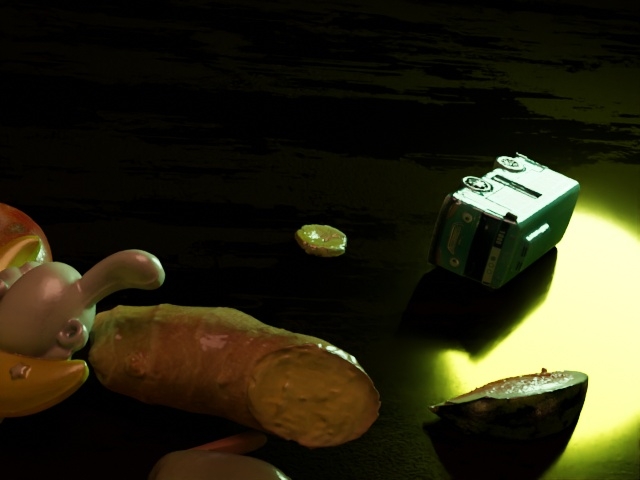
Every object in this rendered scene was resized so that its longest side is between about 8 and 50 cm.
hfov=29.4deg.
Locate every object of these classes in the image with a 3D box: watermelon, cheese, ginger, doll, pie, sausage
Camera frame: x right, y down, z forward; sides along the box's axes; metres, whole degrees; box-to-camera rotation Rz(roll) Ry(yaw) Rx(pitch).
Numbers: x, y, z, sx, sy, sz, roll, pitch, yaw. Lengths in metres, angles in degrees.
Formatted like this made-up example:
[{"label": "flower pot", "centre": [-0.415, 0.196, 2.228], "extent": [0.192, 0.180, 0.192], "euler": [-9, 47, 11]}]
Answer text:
[{"label": "watermelon", "centre": [0.252, 0.191, 1.505], "extent": [0.245, 0.063, 0.119], "euler": [-11, 22, -33]}, {"label": "cheese", "centre": [-0.099, 0.286, 1.169], "extent": [0.175, 0.091, 0.202], "euler": [10, 28, 3]}, {"label": "ginger", "centre": [-0.099, 0.145, 1.374], "extent": [0.354, 0.126, 0.190], "euler": [15, 9, 24]}, {"label": "doll", "centre": [-0.317, 0.094, 1.340], "extent": [0.237, 0.111, 0.252], "euler": [17, 63, 41]}, {"label": "pie", "centre": [0.000, 0.000, 1.796], "extent": [0.084, 0.020, 0.084], "euler": [10, 27, -5]}, {"label": "sausage", "centre": [-0.110, 0.230, 1.335], "extent": [0.116, 0.026, 0.026], "euler": [-12, 36, -37]}]

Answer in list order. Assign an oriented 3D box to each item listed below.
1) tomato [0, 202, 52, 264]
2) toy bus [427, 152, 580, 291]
[{"label": "tomato", "centre": [-0.452, 0.014, 1.554], "extent": [0.225, 0.085, 0.225], "euler": [7, 32, -5]}, {"label": "toy bus", "centre": [0.279, -0.029, 1.834], "extent": [0.147, 0.128, 0.256], "euler": [26, 30, 24]}]
